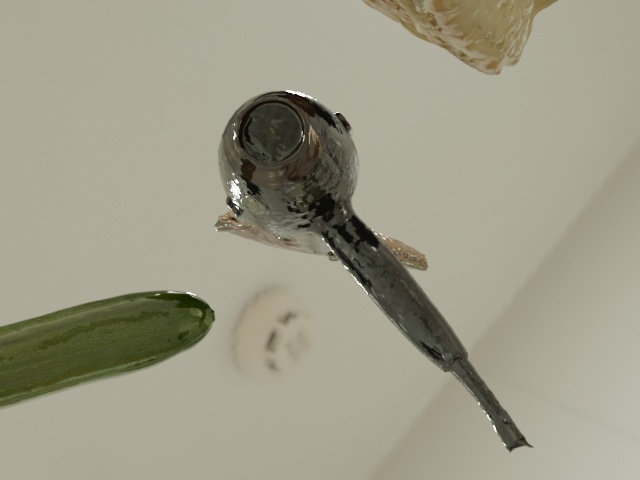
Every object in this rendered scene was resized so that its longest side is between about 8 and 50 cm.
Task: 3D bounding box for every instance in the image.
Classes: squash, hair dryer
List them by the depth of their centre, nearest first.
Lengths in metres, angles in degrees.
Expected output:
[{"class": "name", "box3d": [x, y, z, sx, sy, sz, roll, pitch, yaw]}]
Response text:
[{"class": "squash", "box3d": [-0.209, 0.089, 1.578, 0.258, 0.069, 0.069, -14, -56, -15]}, {"class": "hair dryer", "box3d": [0.051, 0.043, 1.610, 0.120, 0.359, 0.303, -37, -19, -5]}]

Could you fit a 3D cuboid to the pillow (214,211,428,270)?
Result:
[{"class": "pillow", "box3d": [0.000, 0.000, 2.093, 0.126, 0.232, 0.043, 18, -96, -41]}]

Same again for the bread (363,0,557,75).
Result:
[{"class": "bread", "box3d": [0.049, -0.359, 1.722, 0.279, 0.371, 0.390, -61, -24, 3]}]
